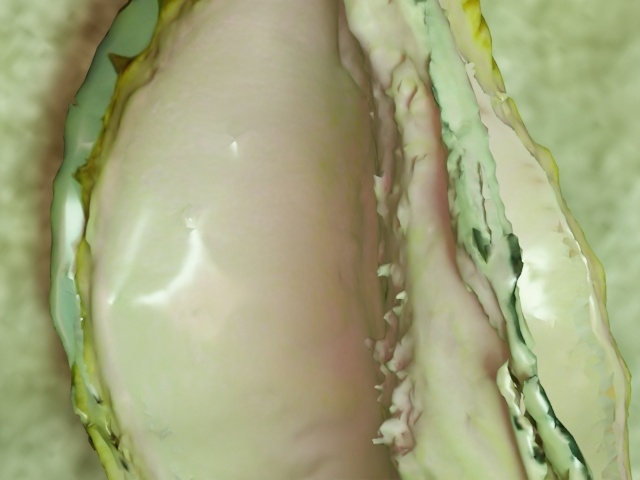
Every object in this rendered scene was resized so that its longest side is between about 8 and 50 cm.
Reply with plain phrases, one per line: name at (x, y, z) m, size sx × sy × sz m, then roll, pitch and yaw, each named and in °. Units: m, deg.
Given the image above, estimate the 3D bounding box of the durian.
durian at (-0.006, 0.014, 0.627) m, size 0.196 × 0.185 × 0.305 m, roll -20°, pitch 79°, yaw 20°
